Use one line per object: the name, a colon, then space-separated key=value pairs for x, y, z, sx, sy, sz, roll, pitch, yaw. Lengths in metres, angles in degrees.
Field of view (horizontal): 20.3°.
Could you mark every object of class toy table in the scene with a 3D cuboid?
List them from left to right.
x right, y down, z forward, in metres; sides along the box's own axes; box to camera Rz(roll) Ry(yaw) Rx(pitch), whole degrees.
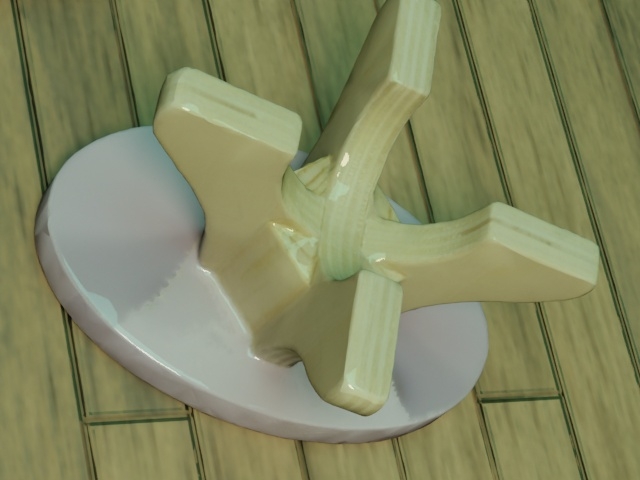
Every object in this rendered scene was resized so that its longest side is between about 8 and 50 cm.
toy table: x=0.000 y=0.000 z=0.974 sx=0.274 sy=0.161 sz=0.252 roll=11 pitch=61 yaw=-24
